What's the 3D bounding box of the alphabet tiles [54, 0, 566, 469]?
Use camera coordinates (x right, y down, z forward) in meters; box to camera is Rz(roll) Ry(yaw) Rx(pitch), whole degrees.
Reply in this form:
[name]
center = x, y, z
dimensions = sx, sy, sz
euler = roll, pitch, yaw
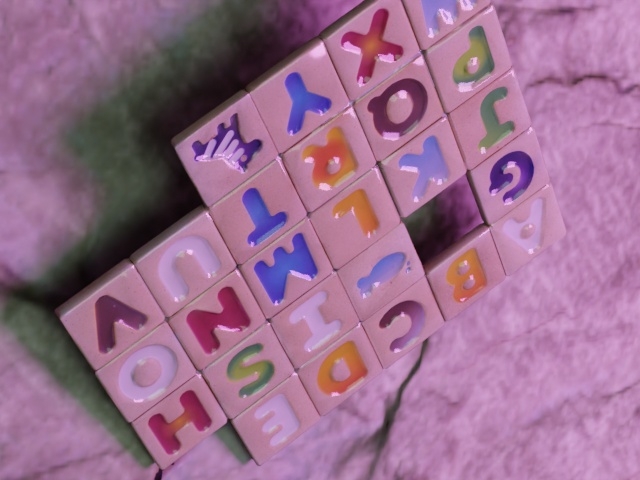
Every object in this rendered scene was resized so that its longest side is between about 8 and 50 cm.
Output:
[alphabet tiles]
center = 0.000, 0.000, 0.819
dimensions = 0.237, 0.009, 0.198
euler = -37, 136, -11
